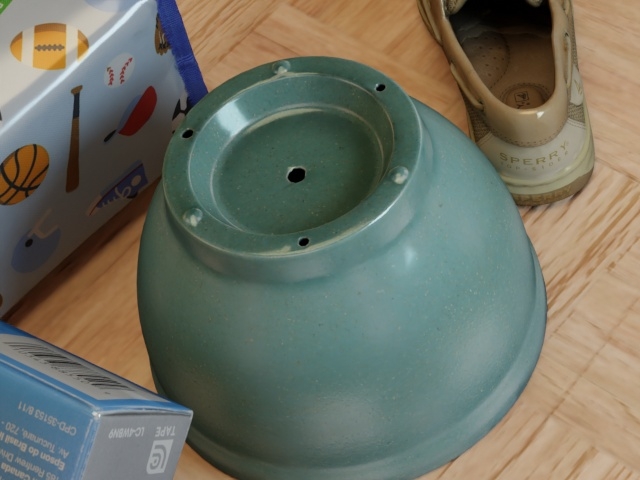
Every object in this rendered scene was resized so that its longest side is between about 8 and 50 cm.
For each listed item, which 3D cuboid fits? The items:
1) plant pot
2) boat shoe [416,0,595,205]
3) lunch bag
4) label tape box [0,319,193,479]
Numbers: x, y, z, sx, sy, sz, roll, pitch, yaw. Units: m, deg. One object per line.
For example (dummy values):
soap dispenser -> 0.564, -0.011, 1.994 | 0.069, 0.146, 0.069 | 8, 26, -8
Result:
plant pot -> 0.000, 0.000, 1.160 | 0.293, 0.196, 0.293 | -7, 52, 9
boat shoe -> 0.142, -0.187, 1.325 | 0.122, 0.110, 0.341 | -16, 50, 2
lunch bag -> -0.327, -0.129, 1.325 | 0.385, 0.239, 0.328 | 36, 70, 27
label tape box -> -0.255, 0.222, 1.079 | 0.249, 0.115, 0.347 | 21, 98, 28
